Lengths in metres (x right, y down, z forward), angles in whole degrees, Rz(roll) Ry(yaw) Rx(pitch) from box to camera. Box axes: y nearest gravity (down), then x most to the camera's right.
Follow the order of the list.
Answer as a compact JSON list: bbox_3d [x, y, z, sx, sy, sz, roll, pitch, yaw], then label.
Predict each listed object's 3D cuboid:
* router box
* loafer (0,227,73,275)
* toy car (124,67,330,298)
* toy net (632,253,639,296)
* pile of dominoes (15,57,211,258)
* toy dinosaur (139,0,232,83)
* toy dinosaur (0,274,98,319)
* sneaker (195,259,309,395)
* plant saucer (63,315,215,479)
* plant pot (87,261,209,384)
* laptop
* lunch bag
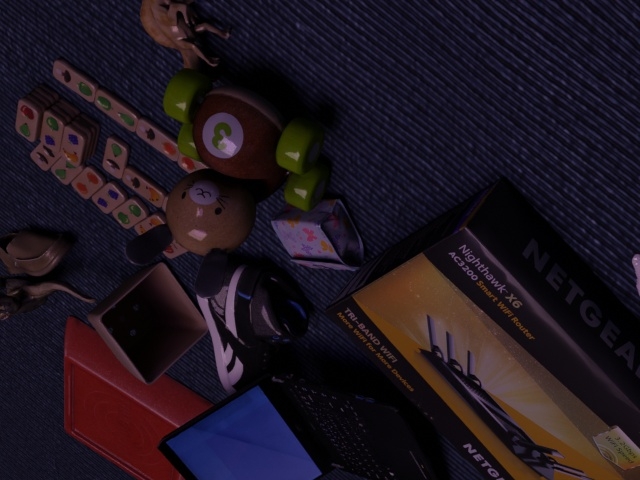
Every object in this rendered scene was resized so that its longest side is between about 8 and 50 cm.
[{"bbox_3d":[0.187,0.116,1.197,0.309,0.081,0.243,46,142,-7],"label":"router box"},{"bbox_3d":[-0.376,0.013,1.590,0.148,0.056,0.050,-10,126,45],"label":"loafer"},{"bbox_3d":[-0.103,-0.042,1.181,0.155,0.188,0.149,25,159,16],"label":"toy car"},{"bbox_3d":[0.330,-0.011,0.986,0.122,0.045,0.232,27,142,14],"label":"toy net"},{"bbox_3d":[-0.237,-0.077,1.399,0.251,0.040,0.196,35,142,7],"label":"pile of dominoes"},{"bbox_3d":[-0.144,-0.220,1.170,0.092,0.053,0.183,-5,123,45],"label":"toy dinosaur"},{"bbox_3d":[-0.400,0.071,1.612,0.268,0.118,0.064,-7,82,56],"label":"toy dinosaur"},{"bbox_3d":[-0.060,0.121,1.412,0.121,0.079,0.217,6,131,35],"label":"sneaker"},{"bbox_3d":[-0.271,0.257,1.750,0.259,0.048,0.258,30,141,14],"label":"plant saucer"},{"bbox_3d":[-0.225,0.100,1.516,0.096,0.109,0.109,-1,127,55],"label":"plant pot"},{"bbox_3d":[-0.012,0.271,1.433,0.264,0.137,0.234,12,150,32],"label":"laptop"},{"bbox_3d":[0.000,0.000,1.266,0.071,0.053,0.083,6,138,39],"label":"lunch bag"}]
